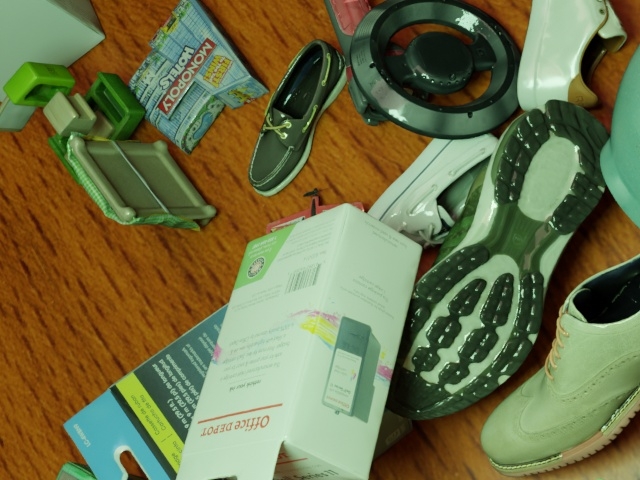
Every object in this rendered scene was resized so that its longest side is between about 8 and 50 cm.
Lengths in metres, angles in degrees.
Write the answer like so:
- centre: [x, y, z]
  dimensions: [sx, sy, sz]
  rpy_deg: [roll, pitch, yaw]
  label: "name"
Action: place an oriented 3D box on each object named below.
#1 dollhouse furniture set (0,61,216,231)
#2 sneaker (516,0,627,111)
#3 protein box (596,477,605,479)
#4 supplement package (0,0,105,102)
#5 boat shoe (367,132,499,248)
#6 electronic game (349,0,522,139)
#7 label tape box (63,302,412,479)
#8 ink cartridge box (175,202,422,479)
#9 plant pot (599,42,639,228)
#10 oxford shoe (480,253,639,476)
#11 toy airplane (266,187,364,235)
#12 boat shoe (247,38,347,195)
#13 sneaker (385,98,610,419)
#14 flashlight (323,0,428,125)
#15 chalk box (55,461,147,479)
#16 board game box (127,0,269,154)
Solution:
- centre: [-0.316, -0.090, 1.722]
  dimensions: [0.151, 0.198, 0.301]
  rpy_deg: [-49, 67, 25]
  label: "dollhouse furniture set"
- centre: [0.329, -0.298, 1.516]
  dimensions: [0.123, 0.106, 0.290]
  rpy_deg: [7, 89, 27]
  label: "sneaker"
- centre: [0.339, 0.382, 1.222]
  dimensions: [0.201, 0.136, 0.200]
  rpy_deg: [-63, 27, -2]
  label: "protein box"
- centre: [-0.504, -0.355, 1.873]
  dimensions: [0.204, 0.262, 0.145]
  rpy_deg: [-34, 61, 15]
  label: "supplement package"
- centre: [0.133, -0.037, 1.534]
  dimensions: [0.084, 0.095, 0.258]
  rpy_deg: [39, 95, 36]
  label: "boat shoe"
- centre: [0.150, -0.224, 1.550]
  dimensions: [0.229, 0.048, 0.229]
  rpy_deg: [5, 59, -9]
  label: "electronic game"
- centre: [-0.100, 0.228, 1.501]
  dimensions: [0.348, 0.115, 0.249]
  rpy_deg: [-36, 60, -9]
  label: "label tape box"
- centre: [-0.028, 0.155, 1.340]
  dimensions: [0.207, 0.119, 0.353]
  rpy_deg: [-20, 46, 51]
  label: "ink cartridge box"
- centre: [0.429, -0.102, 1.314]
  dimensions: [0.196, 0.293, 0.293]
  rpy_deg: [-49, 55, 37]
  label: "plant pot"
- centre: [0.294, 0.114, 1.320]
  dimensions: [0.397, 0.146, 0.140]
  rpy_deg: [-46, 24, 30]
  label: "oxford shoe"
- centre: [0.000, 0.000, 1.631]
  dimensions: [0.151, 0.028, 0.151]
  rpy_deg: [-9, 71, 27]
  label: "toy airplane"
- centre: [-0.043, -0.171, 1.684]
  dimensions: [0.081, 0.069, 0.227]
  rpy_deg: [27, 88, 32]
  label: "boat shoe"
- centre: [0.197, 0.031, 1.451]
  dimensions: [0.158, 0.182, 0.410]
  rpy_deg: [34, 85, -4]
  label: "sneaker"
- centre: [0.054, -0.304, 1.656]
  dimensions: [0.103, 0.103, 0.304]
  rpy_deg: [-24, 65, 14]
  label: "flashlight"
- centre: [-0.271, 0.371, 1.548]
  dimensions: [0.132, 0.213, 0.132]
  rpy_deg: [21, 85, 31]
  label: "chalk box"
- centre: [-0.178, -0.234, 1.782]
  dimensions: [0.194, 0.060, 0.194]
  rpy_deg: [39, 94, 32]
  label: "board game box"
